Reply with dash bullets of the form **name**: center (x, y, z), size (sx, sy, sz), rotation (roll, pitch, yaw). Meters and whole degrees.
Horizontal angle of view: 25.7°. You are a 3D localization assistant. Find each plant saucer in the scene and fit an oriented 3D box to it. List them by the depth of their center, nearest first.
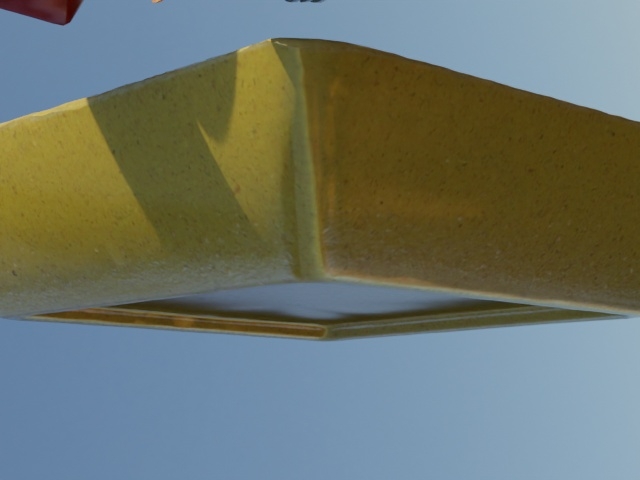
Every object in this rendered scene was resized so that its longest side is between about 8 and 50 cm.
- **plant saucer**: center (0.000, 0.000, 0.694), size (0.332, 0.332, 0.081), rotation (8, -101, -43)

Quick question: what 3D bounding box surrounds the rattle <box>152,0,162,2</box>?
- **rattle**: center (-0.019, -0.237, 0.927), size (0.130, 0.199, 0.143), rotation (-100, 7, -62)

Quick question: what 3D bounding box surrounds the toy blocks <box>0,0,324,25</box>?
- **toy blocks**: center (-0.020, -0.206, 0.497), size (0.261, 0.381, 0.191), rotation (65, -162, -1)
